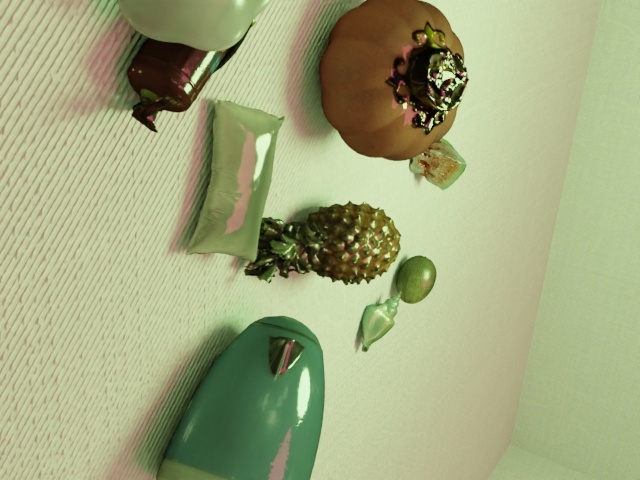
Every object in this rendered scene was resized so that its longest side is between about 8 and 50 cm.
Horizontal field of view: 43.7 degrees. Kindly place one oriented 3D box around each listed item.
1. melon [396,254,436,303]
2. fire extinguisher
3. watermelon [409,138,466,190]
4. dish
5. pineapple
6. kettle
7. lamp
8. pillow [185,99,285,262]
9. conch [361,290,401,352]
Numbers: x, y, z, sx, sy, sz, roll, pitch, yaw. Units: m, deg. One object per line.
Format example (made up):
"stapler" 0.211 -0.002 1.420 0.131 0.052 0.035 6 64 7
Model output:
"melon" 0.247 0.101 2.064 0.098 0.098 0.131 15 99 -63
"fire extinguisher" -0.155 -0.277 1.060 0.105 0.141 0.341 38 68 -27
"watermelon" 0.283 -0.185 1.955 0.158 0.121 0.098 -6 133 -57
"dish" -0.146 -0.346 0.954 0.229 0.081 0.229 1 87 -26
"pineapple" 0.000 0.000 1.504 0.361 0.175 0.175 7 100 -47
"kettle" -0.113 0.304 1.417 0.319 0.247 0.342 123 -12 -67
"lamp" 0.146 -0.295 1.452 0.305 0.239 0.305 -8 103 -38
"pillow" -0.136 -0.089 1.263 0.144 0.078 0.254 1 105 -52
"conch" 0.149 0.194 1.970 0.180 0.065 0.088 -55 151 -13
